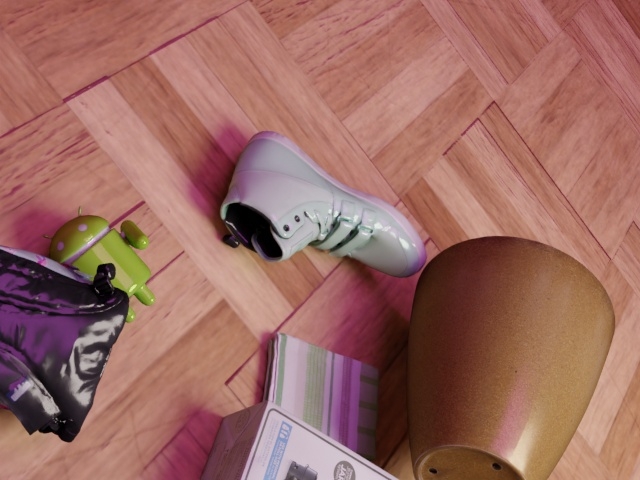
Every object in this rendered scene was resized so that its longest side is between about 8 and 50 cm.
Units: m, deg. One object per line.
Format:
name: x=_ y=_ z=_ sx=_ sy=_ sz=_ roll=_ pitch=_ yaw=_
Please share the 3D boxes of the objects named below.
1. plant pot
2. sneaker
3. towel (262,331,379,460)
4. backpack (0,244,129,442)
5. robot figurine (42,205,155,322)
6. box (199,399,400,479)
plant pot: x=0.190 y=0.164 z=0.929 sx=0.237 sy=0.237 sz=0.254 roll=43 pitch=40 yaw=-15
sneaker: x=-0.001 y=0.000 z=0.973 sx=0.256 sy=0.094 sz=0.151 roll=33 pitch=45 yaw=-10
towel: x=0.002 y=0.175 z=0.945 sx=0.152 sy=0.023 sz=0.113 roll=25 pitch=57 yaw=-31
backpack: x=-0.267 y=0.072 z=0.700 sx=0.182 sy=0.115 sz=0.152 roll=26 pitch=65 yaw=-26
robot figurine: x=-0.208 y=0.025 z=0.810 sx=0.101 sy=0.067 sz=0.115 roll=-41 pitch=100 yaw=-12
box: x=0.014 y=0.303 z=0.842 sx=0.290 sy=0.087 sz=0.169 roll=37 pitch=50 yaw=-20
